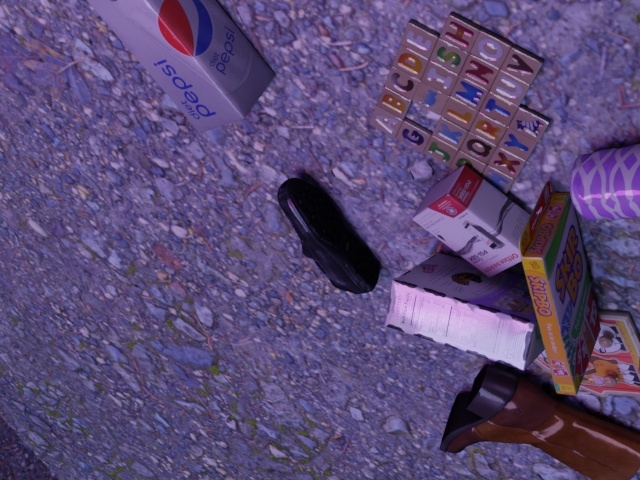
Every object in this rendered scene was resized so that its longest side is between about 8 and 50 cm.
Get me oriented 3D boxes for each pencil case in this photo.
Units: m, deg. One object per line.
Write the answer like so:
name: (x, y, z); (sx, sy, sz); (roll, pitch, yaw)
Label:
pencil case: (0.380, -0.066, 1.287); (0.206, 0.086, 0.088); (-2, 162, 42)

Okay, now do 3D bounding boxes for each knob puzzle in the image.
knob puzzle: (0.365, 0.163, 1.639); (0.213, 0.030, 0.213); (22, 146, 16)

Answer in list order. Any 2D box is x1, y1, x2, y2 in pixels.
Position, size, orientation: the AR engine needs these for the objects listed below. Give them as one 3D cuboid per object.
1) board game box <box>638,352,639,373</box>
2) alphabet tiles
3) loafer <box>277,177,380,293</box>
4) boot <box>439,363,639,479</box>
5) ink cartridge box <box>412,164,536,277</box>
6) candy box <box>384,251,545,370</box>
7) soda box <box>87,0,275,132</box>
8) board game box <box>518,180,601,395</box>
board game box: (0.495, 0.135, 1.480); (0.170, 0.048, 0.141); (16, 141, 24)
alphabet tiles: (0.172, -0.164, 1.391); (0.198, 0.009, 0.237); (29, 147, 5)
loafer: (0.000, 0.000, 1.682); (0.078, 0.076, 0.223); (-12, 131, 37)
boot: (0.345, 0.312, 1.829); (0.281, 0.096, 0.264); (24, 139, -1)
ink cartridge box: (0.202, -0.022, 1.498); (0.135, 0.056, 0.099); (37, 151, -9)
candy box: (0.208, 0.088, 1.540); (0.196, 0.165, 0.070); (16, 110, 24)
soda box: (-0.189, -0.274, 1.467); (0.098, 0.091, 0.286); (-10, 128, 45)
board game box: (0.301, 0.060, 1.455); (0.039, 0.124, 0.259); (1, 131, 32)
